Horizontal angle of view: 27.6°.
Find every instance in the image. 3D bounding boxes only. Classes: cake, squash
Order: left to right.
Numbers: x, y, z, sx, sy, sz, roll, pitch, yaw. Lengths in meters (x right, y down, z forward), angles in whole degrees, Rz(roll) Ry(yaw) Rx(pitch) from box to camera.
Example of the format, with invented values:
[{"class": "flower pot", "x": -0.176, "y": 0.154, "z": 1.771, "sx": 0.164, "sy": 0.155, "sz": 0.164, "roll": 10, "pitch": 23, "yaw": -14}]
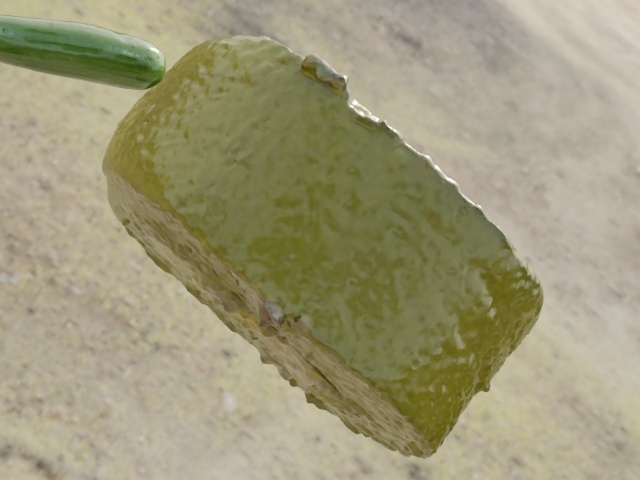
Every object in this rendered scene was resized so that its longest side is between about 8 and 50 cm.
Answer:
[{"class": "squash", "x": -0.107, "y": -0.080, "z": 0.548, "sx": 0.089, "sy": 0.027, "sz": 0.027, "roll": 6, "pitch": 33, "yaw": -27}, {"class": "cake", "x": 0.000, "y": 0.000, "z": 0.759, "sx": 0.260, "sy": 0.156, "sz": 0.179, "roll": 41, "pitch": -16, "yaw": -14}]
